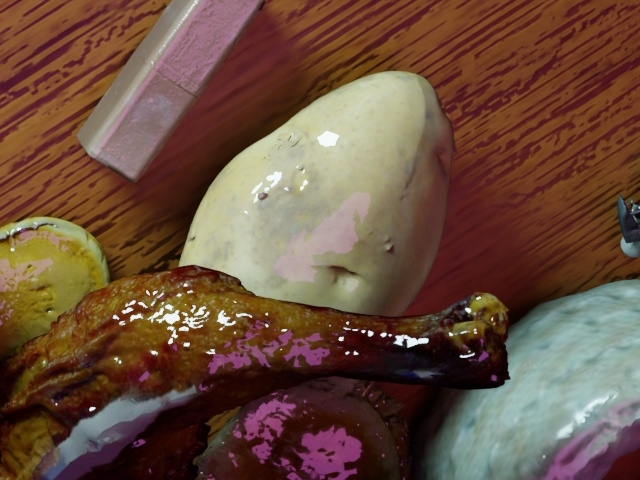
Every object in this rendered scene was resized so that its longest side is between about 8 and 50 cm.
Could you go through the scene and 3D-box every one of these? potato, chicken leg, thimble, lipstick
[{"bbox_3d":[0.003,0.003,1.283,0.234,0.128,0.161,-37,122,-3],"label":"potato"},{"bbox_3d":[-0.078,0.092,1.219,0.407,0.096,0.158,-20,121,26],"label":"chicken leg"},{"bbox_3d":[0.220,0.185,1.387,0.291,0.195,0.292,-6,111,-15],"label":"thimble"},{"bbox_3d":[-0.096,-0.110,1.253,0.045,0.045,0.145,33,98,-27],"label":"lipstick"}]

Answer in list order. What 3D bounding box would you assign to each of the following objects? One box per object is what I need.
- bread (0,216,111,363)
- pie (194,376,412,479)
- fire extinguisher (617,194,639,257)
[{"bbox_3d":[-0.189,0.035,1.291,0.110,0.024,0.110,-6,113,-15],"label":"bread"},{"bbox_3d":[-0.014,0.181,1.377,0.163,0.079,0.194,-5,114,-10],"label":"pie"},{"bbox_3d":[0.326,-0.036,1.387,0.269,0.105,0.105,-12,113,-12],"label":"fire extinguisher"}]
